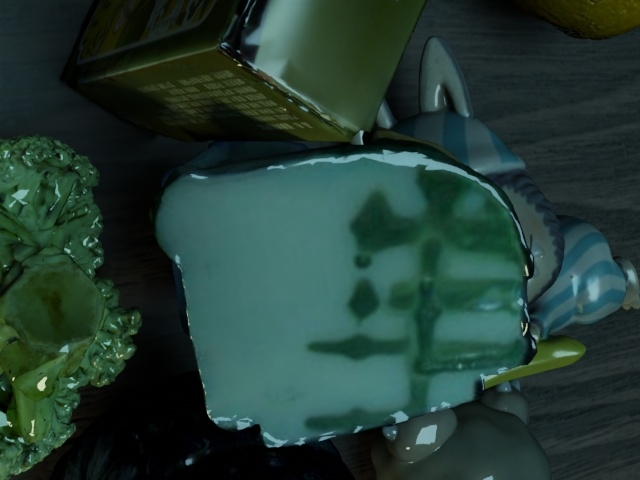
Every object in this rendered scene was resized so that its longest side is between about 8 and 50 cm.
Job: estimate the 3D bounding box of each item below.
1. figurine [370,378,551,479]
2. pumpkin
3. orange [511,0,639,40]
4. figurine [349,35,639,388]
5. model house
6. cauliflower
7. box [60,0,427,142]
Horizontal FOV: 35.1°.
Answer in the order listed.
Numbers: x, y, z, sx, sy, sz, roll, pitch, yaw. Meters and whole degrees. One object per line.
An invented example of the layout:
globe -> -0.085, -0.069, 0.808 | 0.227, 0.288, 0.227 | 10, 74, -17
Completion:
figurine -> 0.164, 0.360, 1.239 | 0.248, 0.203, 0.380 | 0, 98, -38
pumpkin -> -0.115, 0.304, 0.948 | 0.266, 0.363, 0.363 | 9, 92, -36
orange -> 0.338, -0.377, 1.210 | 0.274, 0.274, 0.274 | -6, 100, -34
figurine -> 0.196, -0.051, 1.170 | 0.361, 0.266, 0.377 | -17, 107, -37
model house -> 0.000, 0.000, 0.950 | 0.295, 0.329, 0.251 | -12, 108, -7
cauliflower -> -0.270, 0.066, 0.872 | 0.272, 0.250, 0.275 | -36, 110, -27
box -> -0.038, -0.276, 0.873 | 0.138, 0.420, 0.373 | 29, 81, -28
